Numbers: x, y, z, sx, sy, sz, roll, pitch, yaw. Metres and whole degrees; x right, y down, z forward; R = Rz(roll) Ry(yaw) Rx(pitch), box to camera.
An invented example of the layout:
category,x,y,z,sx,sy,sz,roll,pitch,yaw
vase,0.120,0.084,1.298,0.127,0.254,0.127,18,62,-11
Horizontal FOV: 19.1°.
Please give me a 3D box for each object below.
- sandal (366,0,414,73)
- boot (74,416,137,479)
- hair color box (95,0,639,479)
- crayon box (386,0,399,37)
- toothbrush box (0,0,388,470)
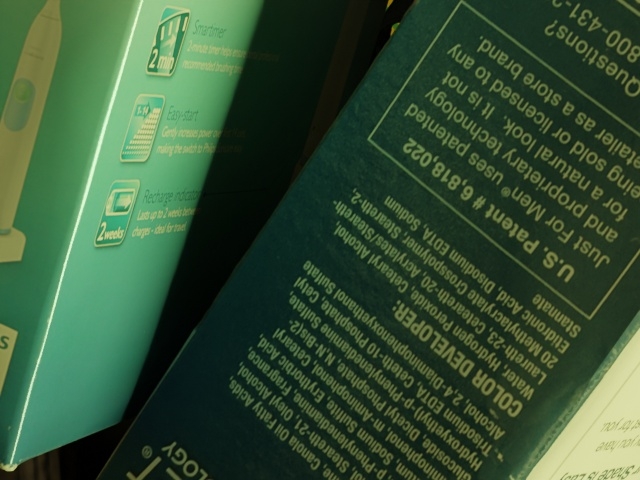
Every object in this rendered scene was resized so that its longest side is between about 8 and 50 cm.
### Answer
category,x,y,z,sx,sy,sz,roll,pitch,yaw
sandal,0.062,-0.073,0.656,0.254,0.097,0.054,114,-39,-49
boot,-0.015,0.073,0.825,0.280,0.096,0.264,41,50,-67
hair color box,0.037,0.056,0.559,0.347,0.105,0.174,-56,156,14
crayon box,0.089,-0.123,1.262,0.202,0.081,0.318,38,48,-67
toothbrush box,-0.055,-0.107,0.544,0.216,0.126,0.295,-15,124,-72
